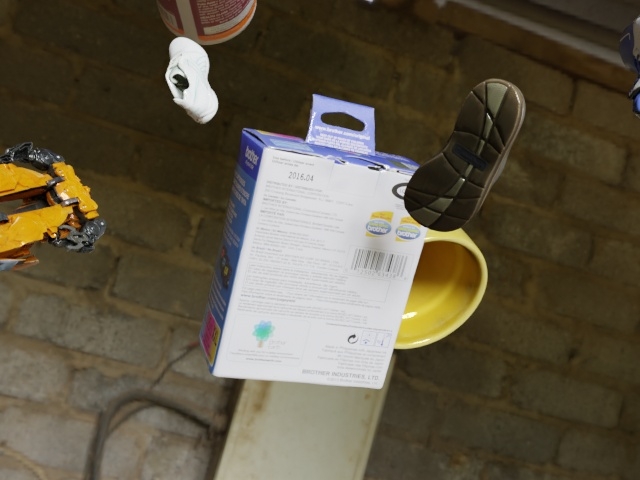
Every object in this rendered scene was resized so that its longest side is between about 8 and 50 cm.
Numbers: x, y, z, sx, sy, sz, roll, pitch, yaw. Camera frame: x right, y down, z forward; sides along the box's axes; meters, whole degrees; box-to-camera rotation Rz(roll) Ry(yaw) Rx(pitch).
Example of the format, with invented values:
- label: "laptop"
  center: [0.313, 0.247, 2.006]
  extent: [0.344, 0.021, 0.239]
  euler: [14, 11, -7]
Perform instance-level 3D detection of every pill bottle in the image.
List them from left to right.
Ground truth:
- label: "pill bottle"
  center: [-0.252, -0.598, 1.623]
  extent: [0.224, 0.224, 0.392]
  euler: [14, -19, 4]

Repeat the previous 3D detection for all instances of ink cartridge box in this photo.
- label: "ink cartridge box"
  center: [0.000, 0.000, 1.146]
  extent: [0.270, 0.395, 0.151]
  euler: [9, 16, -22]

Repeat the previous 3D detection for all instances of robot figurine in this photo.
- label: "robot figurine"
  center: [-0.468, -0.049, 1.239]
  extent: [0.085, 0.211, 0.291]
  euler: [-35, -4, 26]

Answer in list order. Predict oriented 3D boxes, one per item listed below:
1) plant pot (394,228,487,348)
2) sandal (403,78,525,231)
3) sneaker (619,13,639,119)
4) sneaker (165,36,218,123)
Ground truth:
- label: "plant pot"
  center: [0.144, 0.033, 1.485]
  extent: [0.254, 0.254, 0.239]
  euler: [18, 24, -30]
- label: "sandal"
  center: [0.171, -0.095, 0.916]
  extent: [0.090, 0.219, 0.060]
  euler: [39, 41, 19]
- label: "sneaker"
  center: [0.512, -0.248, 1.176]
  extent: [0.127, 0.182, 0.315]
  euler: [47, 2, -19]
- label: "sneaker"
  center: [-0.186, -0.234, 1.106]
  extent: [0.054, 0.152, 0.061]
  euler: [-34, -34, 20]
